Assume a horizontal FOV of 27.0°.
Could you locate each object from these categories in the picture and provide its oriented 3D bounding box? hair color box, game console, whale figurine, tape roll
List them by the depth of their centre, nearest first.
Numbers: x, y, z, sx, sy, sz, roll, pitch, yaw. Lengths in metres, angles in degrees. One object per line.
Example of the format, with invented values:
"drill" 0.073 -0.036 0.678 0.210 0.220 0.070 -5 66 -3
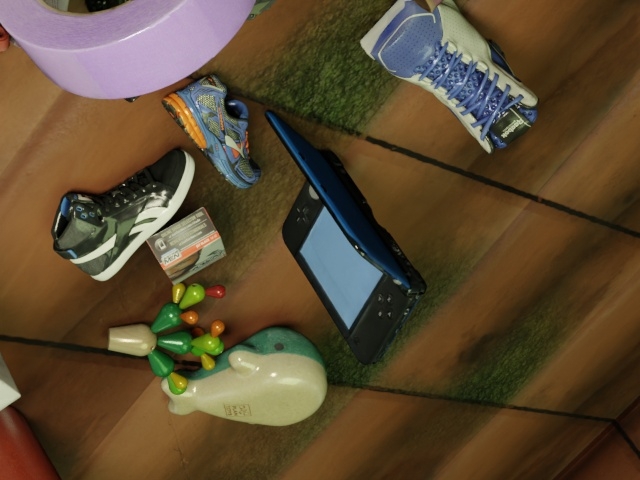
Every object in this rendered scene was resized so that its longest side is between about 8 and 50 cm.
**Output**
"tape roll" -0.201 -0.284 1.382 0.275 0.275 0.090 -34 147 0
"game console" 0.000 0.000 1.880 0.173 0.293 0.250 -1 134 -37
"hair color box" -0.188 0.011 1.891 0.093 0.053 0.167 -30 171 -5
"whale figurine" -0.126 0.223 2.222 0.272 0.141 0.216 -6 143 3

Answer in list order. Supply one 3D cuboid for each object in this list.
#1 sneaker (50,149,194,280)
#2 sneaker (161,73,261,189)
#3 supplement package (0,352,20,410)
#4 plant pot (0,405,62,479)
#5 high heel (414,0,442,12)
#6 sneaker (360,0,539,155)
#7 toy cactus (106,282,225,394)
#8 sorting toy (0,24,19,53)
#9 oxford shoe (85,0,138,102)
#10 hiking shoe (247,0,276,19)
"sneaker" -0.273 -0.051 1.783 0.121 0.079 0.217 35 98 -39
"sneaker" -0.125 -0.143 1.794 0.087 0.083 0.221 -40 148 -1
"supplement package" -0.514 0.095 1.569 0.175 0.293 0.177 -35 146 1
"plant pot" -0.491 0.405 1.994 0.272 0.265 0.272 -23 145 -17
"high heel" 0.133 -0.448 1.620 0.181 0.127 0.377 -44 151 -4
"sneaker" 0.215 -0.227 1.878 0.127 0.182 0.315 -48 144 17
"toy cactus" -0.237 0.145 2.057 0.181 0.112 0.219 4 136 -17
"sorting toy" -0.361 -0.229 1.509 0.102 0.061 0.042 -22 149 -50
"oxford shoe" -0.218 -0.270 1.571 0.096 0.083 0.227 -35 154 -20
"hiking shoe" -0.062 -0.359 1.573 0.114 0.086 0.227 11 126 -51
